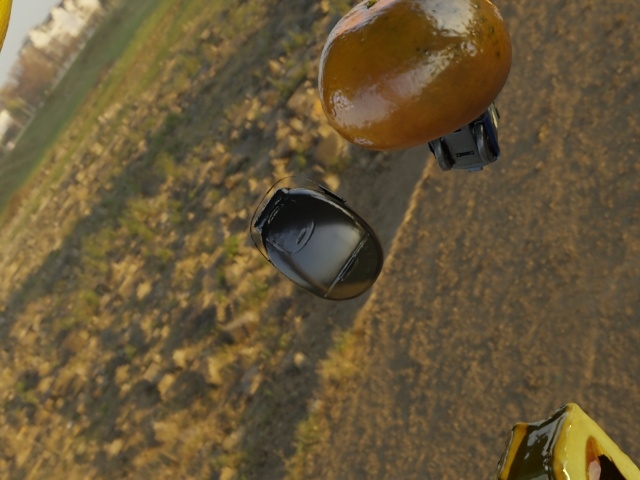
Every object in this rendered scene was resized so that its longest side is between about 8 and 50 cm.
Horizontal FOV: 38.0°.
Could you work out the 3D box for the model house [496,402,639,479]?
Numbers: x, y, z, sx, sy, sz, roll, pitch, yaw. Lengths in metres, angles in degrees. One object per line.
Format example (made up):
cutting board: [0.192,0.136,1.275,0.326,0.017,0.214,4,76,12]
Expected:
model house: [0.297,0.369,1.192,0.239,0.173,0.268,-36,52,46]

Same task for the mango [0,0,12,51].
mango: [-0.324,-0.237,0.839,0.137,0.091,0.237,-3,79,54]

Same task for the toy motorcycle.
toy motorcycle: [0.227,-0.272,1.620,0.125,0.358,0.212,-8,49,21]

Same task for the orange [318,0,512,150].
orange: [0.105,-0.212,1.098,0.240,0.171,0.240,-24,24,12]

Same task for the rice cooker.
rice cooker: [-0.001,-0.001,1.336,0.142,0.203,0.118,-54,-9,12]
